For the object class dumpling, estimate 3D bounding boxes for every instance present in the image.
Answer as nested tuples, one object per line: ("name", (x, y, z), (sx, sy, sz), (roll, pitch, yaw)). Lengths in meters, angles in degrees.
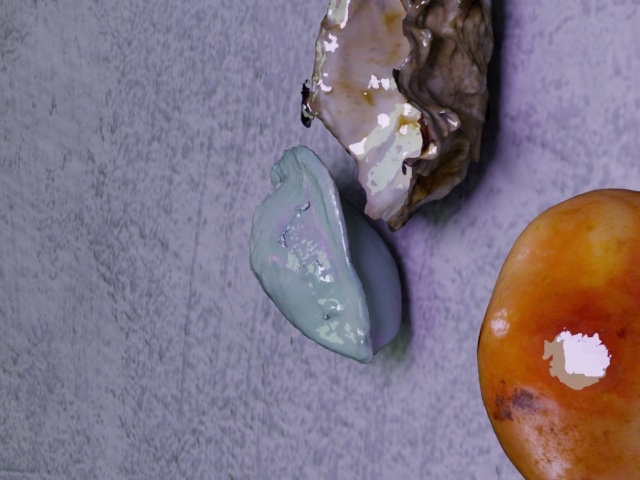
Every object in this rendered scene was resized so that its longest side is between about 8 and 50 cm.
("dumpling", (-0.007, 0.010, 1.391), (0.105, 0.149, 0.217), (-38, 42, 2))

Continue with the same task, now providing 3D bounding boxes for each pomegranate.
("pomegranate", (0.199, 0.069, 1.047), (0.209, 0.209, 0.209), (-2, 88, 56))

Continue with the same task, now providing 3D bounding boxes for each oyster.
("oyster", (0.048, -0.175, 1.324), (0.198, 0.133, 0.337), (-39, 59, 53))
